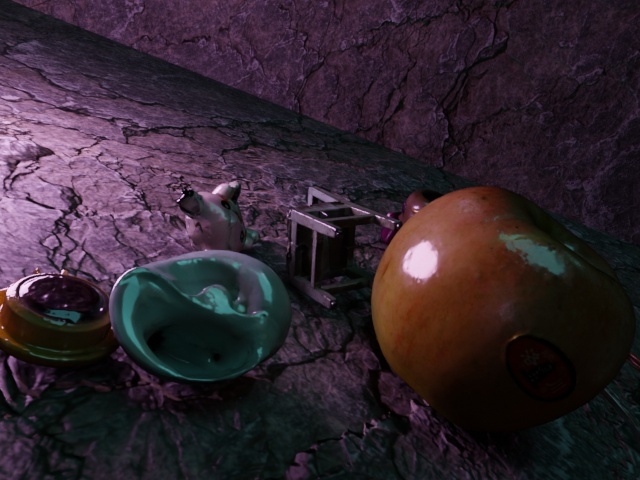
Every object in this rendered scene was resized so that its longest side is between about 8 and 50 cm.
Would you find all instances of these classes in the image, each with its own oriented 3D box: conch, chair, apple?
[{"bbox_3d":[-0.135,0.093,0.633,0.220,0.121,0.185,-2,32,-37],"label":"conch"},{"bbox_3d":[0.000,0.000,0.957,0.147,0.137,0.270,-9,23,-33],"label":"chair"},{"bbox_3d":[0.234,0.103,0.770,0.338,0.305,0.339,32,22,-15],"label":"apple"}]

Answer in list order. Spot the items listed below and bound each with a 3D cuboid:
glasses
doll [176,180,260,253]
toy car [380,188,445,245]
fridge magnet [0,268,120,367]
[{"bbox_3d":[0.566,0.255,0.992,0.234,0.118,0.268,12,23,-32],"label":"glasses"},{"bbox_3d":[-0.170,-0.031,0.918,0.095,0.150,0.192,-17,10,8],"label":"doll"},{"bbox_3d":[0.318,-0.014,1.206,0.340,0.241,0.271,36,22,24],"label":"toy car"},{"bbox_3d":[-0.281,0.082,0.588,0.142,0.063,0.143,21,17,-7],"label":"fridge magnet"}]
